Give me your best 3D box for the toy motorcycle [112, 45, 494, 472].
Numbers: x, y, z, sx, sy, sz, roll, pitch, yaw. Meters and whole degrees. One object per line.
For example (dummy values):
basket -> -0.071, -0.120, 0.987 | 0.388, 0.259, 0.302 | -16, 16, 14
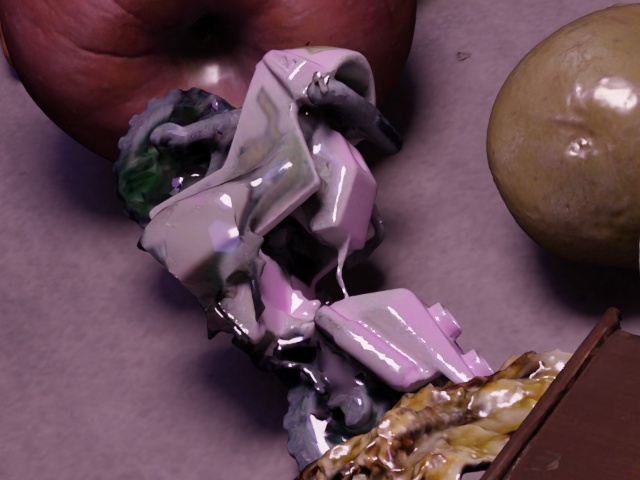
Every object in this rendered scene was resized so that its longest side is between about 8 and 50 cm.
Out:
toy motorcycle -> 0.000, 0.000, 1.207 | 0.188, 0.143, 0.327 | -41, 59, 7

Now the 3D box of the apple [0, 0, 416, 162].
apple -> -0.077, -0.184, 1.376 | 0.305, 0.306, 0.235 | -12, 38, 12

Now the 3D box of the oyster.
oyster -> 0.044, 0.132, 1.039 | 0.223, 0.083, 0.214 | -39, 0, -30

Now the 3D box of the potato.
potato -> 0.214, -0.072, 1.211 | 0.235, 0.160, 0.178 | -31, 77, -32

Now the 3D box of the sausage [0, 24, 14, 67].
sausage -> -0.270, -0.193, 1.655 | 0.047, 0.040, 0.177 | -33, 40, -3

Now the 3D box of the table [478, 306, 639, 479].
table -> 0.195, 0.165, 0.932 | 0.193, 0.172, 0.169 | 17, 53, 37
